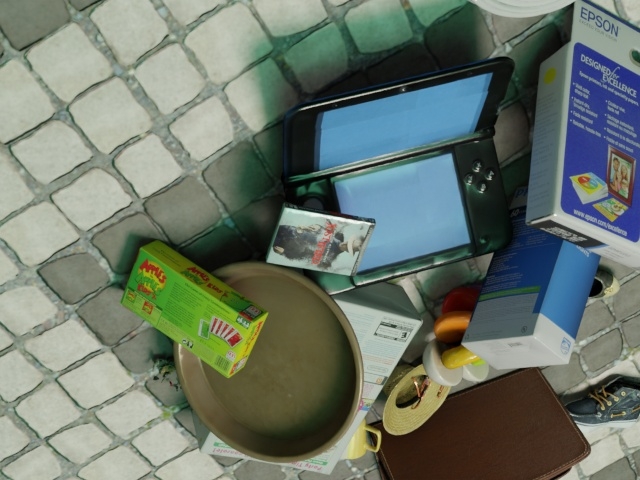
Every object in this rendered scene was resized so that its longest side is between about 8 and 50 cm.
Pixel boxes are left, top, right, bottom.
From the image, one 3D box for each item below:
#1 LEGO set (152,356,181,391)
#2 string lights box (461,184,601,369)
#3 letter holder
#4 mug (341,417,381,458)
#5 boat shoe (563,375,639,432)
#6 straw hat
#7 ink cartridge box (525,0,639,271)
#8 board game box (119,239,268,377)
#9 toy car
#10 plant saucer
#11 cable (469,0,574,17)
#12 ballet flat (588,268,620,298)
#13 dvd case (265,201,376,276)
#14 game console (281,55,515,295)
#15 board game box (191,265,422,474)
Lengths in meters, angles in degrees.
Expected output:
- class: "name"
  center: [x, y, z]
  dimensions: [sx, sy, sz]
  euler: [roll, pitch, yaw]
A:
- class: "LEGO set"
  center: [-0.215, 0.186, 1.444]
  dimensions: [0.054, 0.023, 0.083]
  euler: [-15, 140, -6]
- class: "string lights box"
  center: [0.295, 0.038, 1.349]
  dimensions: [0.076, 0.133, 0.260]
  euler: [36, 63, -24]
- class: "letter holder"
  center: [0.259, 0.365, 1.604]
  dimensions: [0.301, 0.214, 0.152]
  euler: [-20, 127, -5]
- class: "mug"
  center: [0.053, 0.300, 1.588]
  dimensions: [0.078, 0.062, 0.064]
  euler: [1, 115, -11]
- class: "boat shoe"
  center: [0.478, 0.273, 1.712]
  dimensions: [0.183, 0.065, 0.083]
  euler: [2, 120, -31]
- class: "straw hat"
  center: [0.134, 0.226, 1.562]
  dimensions: [0.144, 0.061, 0.144]
  euler: [-24, 132, -29]
- class: "ink cartridge box"
  center: [0.409, -0.124, 1.338]
  dimensions: [0.303, 0.307, 0.072]
  euler: [20, 159, -29]
- class: "board game box"
  center: [-0.165, 0.087, 1.304]
  dimensions: [0.181, 0.043, 0.092]
  euler: [32, 116, 14]
- class: "toy car"
  center: [0.236, 0.132, 1.487]
  dimensions: [0.159, 0.136, 0.182]
  euler: [-27, 162, 37]
- class: "plant saucer"
  center: [-0.067, 0.158, 1.326]
  dimensions: [0.277, 0.041, 0.278]
  euler: [6, 105, 23]
- class: "cable"
  center: [0.249, -0.382, 1.161]
  dimensions: [0.257, 0.089, 0.257]
  euler: [-9, 126, -13]
- class: "ballet flat"
  center: [0.388, 0.071, 1.548]
  dimensions: [0.173, 0.049, 0.057]
  euler: [5, 122, -22]
- class: "dvd case"
  center: [0.000, 0.000, 1.255]
  dimensions: [0.119, 0.013, 0.087]
  euler: [10, 124, -17]
- class: "game console"
  center: [0.109, -0.073, 1.265]
  dimensions: [0.293, 0.173, 0.250]
  euler: [-14, 96, -8]
- class: "board game box"
  center: [-0.025, 0.186, 1.459]
  dimensions: [0.224, 0.097, 0.303]
  euler: [17, 115, -27]
